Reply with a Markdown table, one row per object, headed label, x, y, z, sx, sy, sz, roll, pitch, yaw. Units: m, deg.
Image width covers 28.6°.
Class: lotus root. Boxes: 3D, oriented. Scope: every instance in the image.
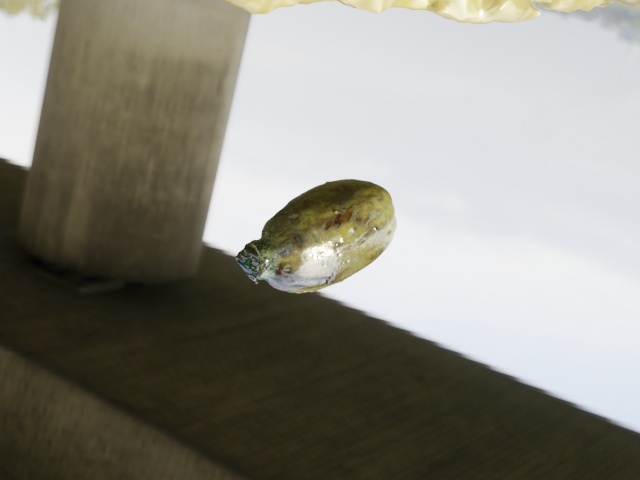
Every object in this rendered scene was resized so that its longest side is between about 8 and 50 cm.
| label | x | y | z | sx | sy | sz | roll | pitch | yaw |
| --- | --- | --- | --- | --- | --- | --- | --- | --- | --- |
| lotus root | 0.000 | 0.000 | 0.686 | 0.099 | 0.054 | 0.049 | -23 | -121 | -30 |

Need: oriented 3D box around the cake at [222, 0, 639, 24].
| label | x | y | z | sx | sy | sz | roll | pitch | yaw |
| --- | --- | --- | --- | --- | --- | --- | --- | --- | --- |
| cake | 0.045 | -0.244 | 0.393 | 0.222 | 0.286 | 0.227 | -8 | -134 | -37 |
